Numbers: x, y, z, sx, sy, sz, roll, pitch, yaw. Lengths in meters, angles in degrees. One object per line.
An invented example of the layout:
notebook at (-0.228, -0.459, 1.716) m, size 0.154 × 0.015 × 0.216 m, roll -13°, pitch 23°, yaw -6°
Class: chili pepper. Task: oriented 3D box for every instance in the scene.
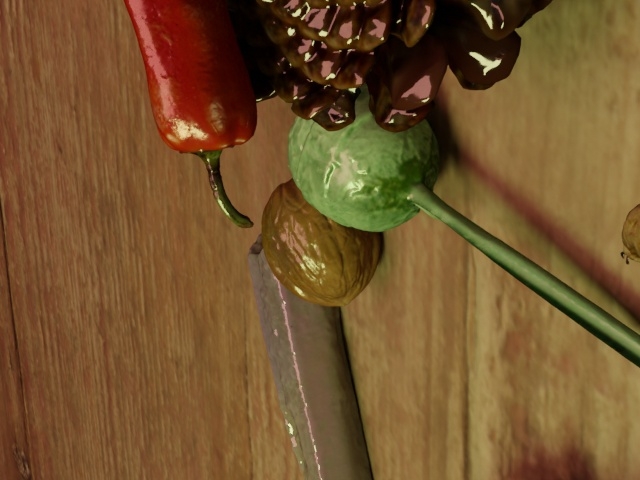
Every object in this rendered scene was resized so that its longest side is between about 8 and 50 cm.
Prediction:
chili pepper at (-0.090, -0.132, 0.799) m, size 0.063 × 0.071 × 0.272 m, roll -8°, pitch 106°, yaw 48°

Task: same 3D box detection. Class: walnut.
walnut at (0.000, 0.000, 1.171) m, size 0.105 × 0.105 × 0.124 m, roll -34°, pitch 73°, yaw 59°

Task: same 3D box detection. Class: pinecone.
pinecone at (0.043, -0.200, 0.870) m, size 0.264 × 0.264 × 0.264 m, roll 32°, pitch 129°, yaw 51°

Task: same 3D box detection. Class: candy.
candy at (0.133, 0.009, 0.969) m, size 0.440 × 0.119 × 0.119 m, roll 38°, pitch 134°, yaw 36°

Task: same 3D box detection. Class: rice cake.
rice cake at (0.001, 0.170, 1.272) m, size 0.064 × 0.070 × 0.399 m, roll -7°, pitch 96°, yaw 57°

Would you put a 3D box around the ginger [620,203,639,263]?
ginger at (0.266, 0.079, 0.740) m, size 0.148 × 0.081 × 0.334 m, roll 45°, pitch -165°, yaw -46°
